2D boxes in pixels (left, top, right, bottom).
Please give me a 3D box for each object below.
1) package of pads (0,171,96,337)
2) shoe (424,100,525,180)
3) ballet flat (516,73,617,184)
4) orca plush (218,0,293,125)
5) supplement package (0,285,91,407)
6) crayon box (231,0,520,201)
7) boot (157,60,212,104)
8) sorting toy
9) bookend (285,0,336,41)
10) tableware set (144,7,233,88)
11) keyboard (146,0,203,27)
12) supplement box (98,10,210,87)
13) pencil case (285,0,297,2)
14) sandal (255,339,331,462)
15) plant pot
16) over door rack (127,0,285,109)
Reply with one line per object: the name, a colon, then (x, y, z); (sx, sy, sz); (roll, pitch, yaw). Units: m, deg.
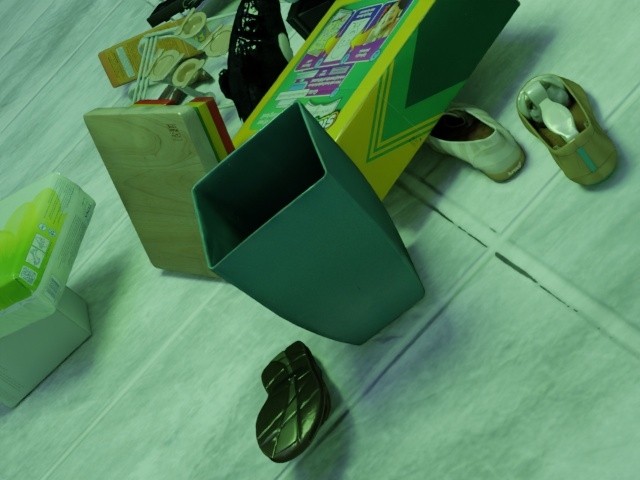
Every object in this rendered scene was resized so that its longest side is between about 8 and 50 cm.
package of pads: (-0.485, 0.041, 1.886); (0.296, 0.101, 0.229); (-23, 39, 34)
shoe: (0.174, -0.137, 1.526); (0.076, 0.058, 0.219); (-48, 31, -1)
ballet flat: (0.268, -0.146, 1.409); (0.080, 0.073, 0.232); (-41, 32, 10)
orca plush: (-0.080, -0.277, 1.816); (0.151, 0.102, 0.287); (16, 96, 14)
supplement package: (-0.455, 0.149, 1.926); (0.179, 0.105, 0.105); (-42, 30, 9)
crayon box: (0.056, -0.208, 1.659); (0.313, 0.106, 0.363); (-55, 22, -10)
boot: (-0.246, -0.258, 2.193); (0.114, 0.037, 0.106); (-54, 31, -6)
sorting toy: (-0.184, -0.082, 1.743); (0.089, 0.255, 0.257); (-36, 25, -32)
bookend: (0.041, -0.403, 1.970); (0.156, 0.072, 0.157); (-17, 43, 39)
tableware set: (-0.208, -0.303, 1.998); (0.141, 0.020, 0.169); (-53, 41, -9)
keyboard: (-0.180, -0.477, 2.288); (0.317, 0.033, 0.201); (-28, 19, 14)
supplement box: (-0.306, -0.352, 2.305); (0.233, 0.080, 0.078); (-15, 13, 45)
pencil case: (0.032, -0.469, 1.884); (0.273, 0.113, 0.124); (-28, -5, 20)
sandal: (-0.026, 0.188, 1.419); (0.090, 0.060, 0.219); (-37, 18, 6)
plant pot: (0.000, 0.000, 1.415); (0.165, 0.234, 0.165); (-39, 35, 14)
over door rack: (-0.173, -0.274, 2.042); (0.324, 0.108, 0.239); (-18, 48, 28)
